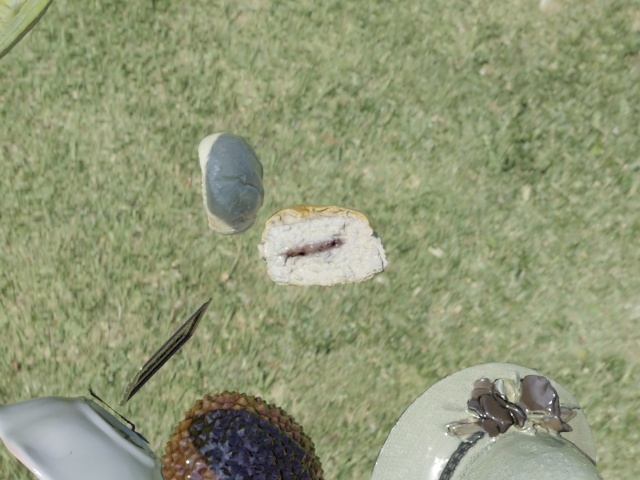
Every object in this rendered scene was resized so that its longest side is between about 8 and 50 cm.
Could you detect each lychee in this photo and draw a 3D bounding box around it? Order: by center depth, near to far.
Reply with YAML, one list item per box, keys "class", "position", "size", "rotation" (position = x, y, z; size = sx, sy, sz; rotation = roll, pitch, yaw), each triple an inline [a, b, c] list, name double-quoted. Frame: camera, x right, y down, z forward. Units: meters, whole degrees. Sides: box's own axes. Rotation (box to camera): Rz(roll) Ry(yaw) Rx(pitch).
- class: "lychee"
  position: [-0.119, 0.356, 1.608]
  size: [0.267, 0.267, 0.267]
  rotation: [5, 63, -10]

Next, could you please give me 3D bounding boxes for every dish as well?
- class: "dish"
  position: [-0.218, 0.212, 1.063]
  size: [0.229, 0.229, 0.081]
  rotation: [40, 81, 8]

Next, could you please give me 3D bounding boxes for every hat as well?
- class: "hat"
  position: [0.183, 0.244, 0.961]
  size: [0.257, 0.130, 0.257]
  rotation: [-4, 100, -26]

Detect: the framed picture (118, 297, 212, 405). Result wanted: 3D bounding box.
- class: "framed picture"
  position: [-0.272, 0.195, 1.881]
  size: [0.010, 0.199, 0.195]
  rotation: [41, 60, 4]

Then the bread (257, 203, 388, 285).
- class: "bread"
  position: [0.001, 0.001, 1.084]
  size: [0.125, 0.106, 0.082]
  rotation: [-7, 102, 1]

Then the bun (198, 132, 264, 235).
- class: "bun"
  position: [-0.152, -0.097, 1.867]
  size: [0.111, 0.164, 0.188]
  rotation: [-8, 105, -5]

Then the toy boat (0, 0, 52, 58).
- class: "toy boat"
  position: [-0.324, -0.254, 1.065]
  size: [0.111, 0.084, 0.276]
  rotation: [37, 51, -19]
